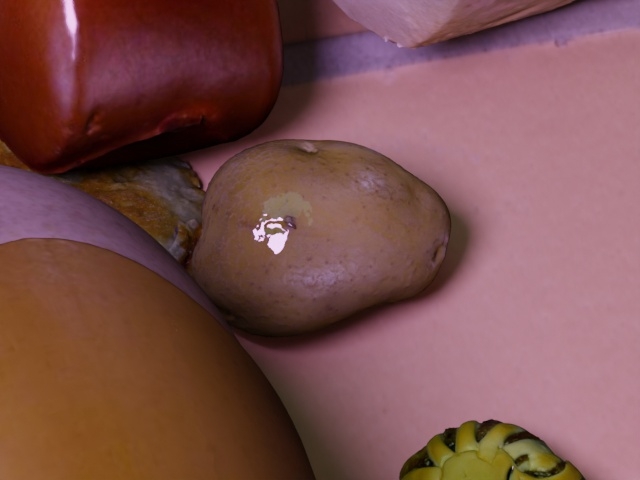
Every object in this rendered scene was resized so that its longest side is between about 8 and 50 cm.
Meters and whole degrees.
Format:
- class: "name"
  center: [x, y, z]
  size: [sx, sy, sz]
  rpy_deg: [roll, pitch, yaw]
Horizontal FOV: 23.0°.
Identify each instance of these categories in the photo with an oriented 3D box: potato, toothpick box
- class: "potato"
  center: [0.000, 0.000, 1.191]
  size: [0.194, 0.157, 0.157]
  rpy_deg: [5, 55, 1]
- class: "toothpick box"
  center: [-0.190, 0.199, 0.918]
  size: [0.409, 0.409, 0.425]
  rpy_deg: [-27, 58, -7]

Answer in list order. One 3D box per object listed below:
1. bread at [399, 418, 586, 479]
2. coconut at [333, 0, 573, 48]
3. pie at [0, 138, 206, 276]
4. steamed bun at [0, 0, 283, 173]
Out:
- class: "bread"
  center: [0.118, 0.181, 1.066]
  size: [0.130, 0.071, 0.139]
  rpy_deg: [-27, 53, -2]
- class: "coconut"
  center: [0.089, -0.357, 1.296]
  size: [0.415, 0.345, 0.415]
  rpy_deg: [4, 31, -3]
- class: "pie"
  center: [-0.218, -0.015, 1.278]
  size: [0.257, 0.105, 0.274]
  rpy_deg: [-21, 50, -20]
- class: "steamed bun"
  center: [-0.193, -0.235, 1.287]
  size: [0.235, 0.248, 0.379]
  rpy_deg: [-12, 38, -29]
